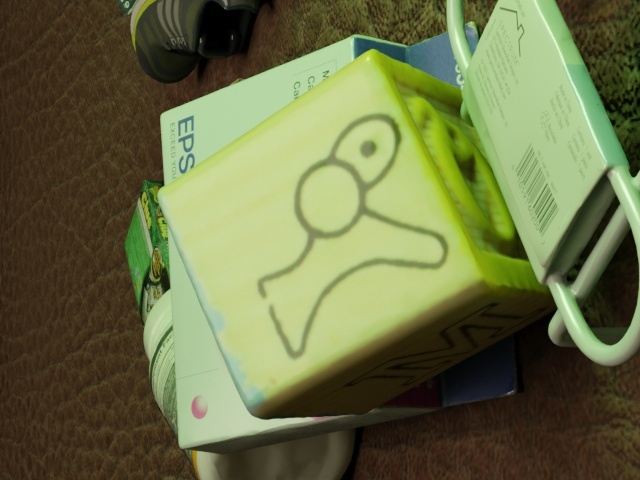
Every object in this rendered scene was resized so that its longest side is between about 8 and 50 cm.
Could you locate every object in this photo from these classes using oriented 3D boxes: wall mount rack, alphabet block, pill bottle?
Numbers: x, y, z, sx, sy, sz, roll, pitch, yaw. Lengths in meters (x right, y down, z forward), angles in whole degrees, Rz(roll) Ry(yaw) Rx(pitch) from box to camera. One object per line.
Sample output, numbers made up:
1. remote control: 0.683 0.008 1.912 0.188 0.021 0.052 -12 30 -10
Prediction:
1. wall mount rack: 0.202 -0.105 0.904 0.304 0.130 0.350 113 149 -47
2. alphabet block: 0.034 0.004 1.051 0.197 0.193 0.192 -30 74 22
3. pill bottle: -0.084 0.152 1.485 0.278 0.162 0.162 -133 50 -59

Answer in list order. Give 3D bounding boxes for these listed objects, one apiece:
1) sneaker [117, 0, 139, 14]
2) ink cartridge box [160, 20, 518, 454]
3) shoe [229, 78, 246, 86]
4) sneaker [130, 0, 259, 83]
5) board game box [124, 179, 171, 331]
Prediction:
1. sneaker: -0.194 -0.362 1.854 0.282 0.099 0.153 -158 71 -66
2. ink cartridge box: 0.000 0.000 1.247 0.330 0.071 0.324 -18 69 38
3. shoe: -0.091 -0.094 1.637 0.081 0.063 0.178 121 148 -56
4. sneaker: -0.152 -0.261 1.744 0.300 0.111 0.121 132 132 -58
5. board game box: -0.221 0.055 1.973 0.136 0.030 0.260 113 149 -43
